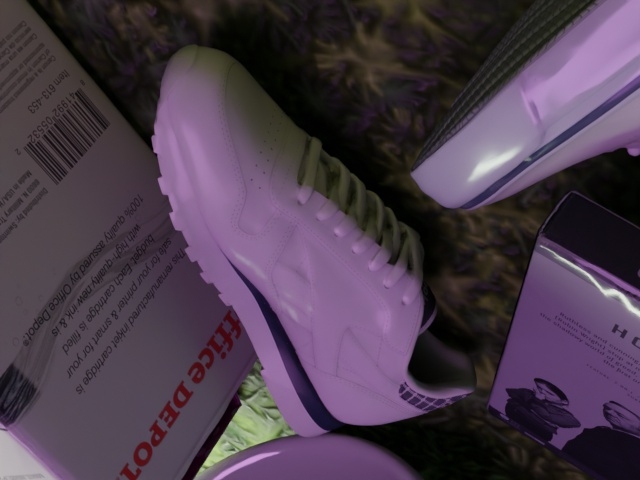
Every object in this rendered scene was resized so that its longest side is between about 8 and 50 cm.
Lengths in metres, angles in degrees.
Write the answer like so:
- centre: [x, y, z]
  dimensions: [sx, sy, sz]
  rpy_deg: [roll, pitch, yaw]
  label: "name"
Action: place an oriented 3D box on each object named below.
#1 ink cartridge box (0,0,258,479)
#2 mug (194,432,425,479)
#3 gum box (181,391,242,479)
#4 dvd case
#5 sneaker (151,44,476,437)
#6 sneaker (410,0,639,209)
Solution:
- centre: [-0.154, 0.018, 0.583]
  dimensions: [0.100, 0.172, 0.237]
  rpy_deg: [-14, 123, 44]
  label: "ink cartridge box"
- centre: [0.043, 0.352, 0.667]
  dimensions: [0.276, 0.374, 0.328]
  rpy_deg: [-33, 121, 5]
  label: "mug"
- centre: [-0.145, 0.142, 0.698]
  dimensions: [0.107, 0.188, 0.062]
  rpy_deg: [8, 135, 29]
  label: "gum box"
- centre: [0.159, 0.080, 0.469]
  dimensions: [0.179, 0.029, 0.238]
  rpy_deg: [32, 163, 15]
  label: "dvd case"
- centre: [0.000, 0.000, 0.544]
  dimensions: [0.095, 0.090, 0.235]
  rpy_deg: [-9, 131, 25]
  label: "sneaker"
- centre: [0.129, -0.062, 0.365]
  dimensions: [0.091, 0.094, 0.258]
  rpy_deg: [42, 142, -10]
  label: "sneaker"
